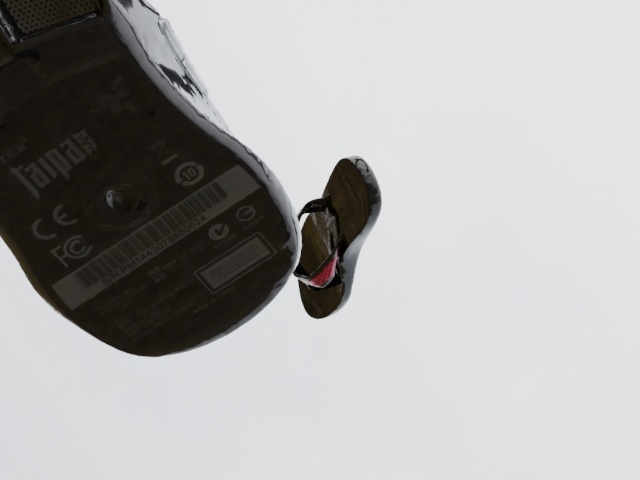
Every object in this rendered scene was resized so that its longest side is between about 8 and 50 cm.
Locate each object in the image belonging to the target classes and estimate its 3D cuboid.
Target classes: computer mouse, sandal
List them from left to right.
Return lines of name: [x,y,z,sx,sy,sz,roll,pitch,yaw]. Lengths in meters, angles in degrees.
computer mouse: [-0.068,-0.076,0.580,0.262,0.184,0.060,44,14,-42]
sandal: [0.000,0.000,1.223,0.067,0.040,0.179,61,-25,22]
